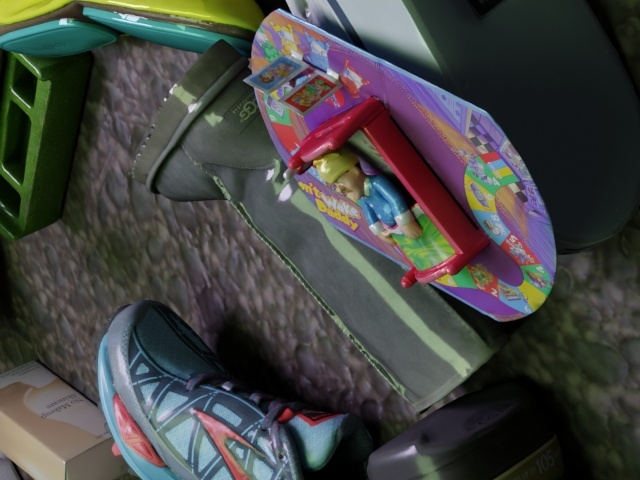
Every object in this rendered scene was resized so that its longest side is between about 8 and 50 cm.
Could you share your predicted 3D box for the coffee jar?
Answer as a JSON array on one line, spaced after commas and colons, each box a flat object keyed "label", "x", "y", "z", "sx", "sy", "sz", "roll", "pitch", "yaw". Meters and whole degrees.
[{"label": "coffee jar", "x": 0.098, "y": 0.167, "z": 0.787, "sx": 0.079, "sy": 0.096, "sz": 0.184, "roll": -26, "pitch": 90, "yaw": 49}]

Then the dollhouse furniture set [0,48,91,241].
[{"label": "dollhouse furniture set", "x": -0.326, "y": -0.118, "z": 1.043, "sx": 0.301, "sy": 0.197, "sz": 0.151, "roll": 42, "pitch": 138, "yaw": 26}]

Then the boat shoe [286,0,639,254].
[{"label": "boat shoe", "x": 0.004, "y": -0.151, "z": 0.710, "sx": 0.156, "sy": 0.136, "sz": 0.367, "roll": -18, "pitch": 106, "yaw": 55}]

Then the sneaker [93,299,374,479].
[{"label": "sneaker", "x": -0.023, "y": 0.123, "z": 0.927, "sx": 0.262, "sy": 0.104, "sz": 0.125, "roll": 50, "pitch": 123, "yaw": 12}]

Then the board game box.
[{"label": "board game box", "x": 0.022, "y": -0.020, "z": 0.670, "sx": 0.168, "sy": 0.033, "sz": 0.133, "roll": 31, "pitch": 151, "yaw": 32}]

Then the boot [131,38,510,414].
[{"label": "boot", "x": -0.002, "y": 0.002, "z": 0.838, "sx": 0.208, "sy": 0.076, "sz": 0.189, "roll": 41, "pitch": 170, "yaw": -1}]

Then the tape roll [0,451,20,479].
[{"label": "tape roll", "x": -0.368, "y": 0.257, "z": 1.404, "sx": 0.392, "sy": 0.072, "sz": 0.392, "roll": 27, "pitch": 129, "yaw": 39}]

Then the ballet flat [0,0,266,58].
[{"label": "ballet flat", "x": -0.111, "y": -0.144, "z": 0.886, "sx": 0.231, "sy": 0.077, "sz": 0.077, "roll": 7, "pitch": 85, "yaw": 47}]

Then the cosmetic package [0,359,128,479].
[{"label": "cosmetic package", "x": -0.195, "y": 0.137, "z": 1.144, "sx": 0.115, "sy": 0.060, "sz": 0.041, "roll": 28, "pitch": 129, "yaw": 36}]
